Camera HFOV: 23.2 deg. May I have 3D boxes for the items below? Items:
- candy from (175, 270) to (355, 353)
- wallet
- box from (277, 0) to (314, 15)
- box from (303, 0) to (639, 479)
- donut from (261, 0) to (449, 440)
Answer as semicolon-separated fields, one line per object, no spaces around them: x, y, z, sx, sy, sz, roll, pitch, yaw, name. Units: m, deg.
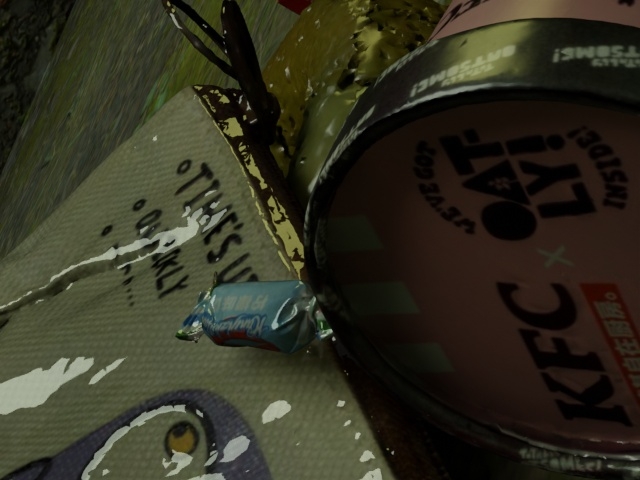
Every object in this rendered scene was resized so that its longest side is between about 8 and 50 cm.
-0.018;0.022;0.497;0.083;0.020;0.030;-6;52;50;candy
-0.081;0.082;0.563;0.275;0.068;0.335;-41;41;12;wallet
0.021;-0.240;1.117;0.152;0.048;0.100;-53;18;22;box
0.087;-0.028;0.455;0.151;0.151;0.135;-43;17;48;box
0.000;0.000;0.726;0.272;0.107;0.272;-56;17;26;donut
